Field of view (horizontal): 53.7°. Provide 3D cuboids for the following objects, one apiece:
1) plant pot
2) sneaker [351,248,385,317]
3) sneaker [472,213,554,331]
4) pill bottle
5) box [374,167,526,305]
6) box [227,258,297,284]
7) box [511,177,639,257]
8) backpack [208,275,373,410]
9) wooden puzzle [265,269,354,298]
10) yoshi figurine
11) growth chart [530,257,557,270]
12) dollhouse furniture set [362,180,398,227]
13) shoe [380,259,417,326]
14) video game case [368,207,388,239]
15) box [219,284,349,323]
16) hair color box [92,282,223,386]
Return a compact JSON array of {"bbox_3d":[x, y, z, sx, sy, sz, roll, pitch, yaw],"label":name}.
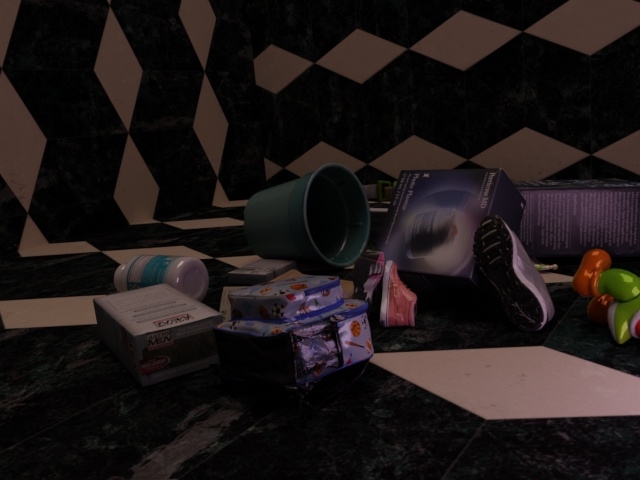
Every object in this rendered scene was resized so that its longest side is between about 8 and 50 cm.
[{"bbox_3d":[-0.064,-0.068,2.145,0.334,0.341,0.341,-7,8,40],"label":"plant pot"},{"bbox_3d":[0.111,0.103,1.511,0.072,0.178,0.077,20,9,16],"label":"sneaker"},{"bbox_3d":[0.424,0.068,1.388,0.108,0.272,0.100,-3,-24,-46],"label":"sneaker"},{"bbox_3d":[-0.458,0.114,1.786,0.264,0.146,0.146,1,12,31],"label":"pill bottle"},{"bbox_3d":[0.321,-0.018,1.597,0.294,0.296,0.182,4,-24,40],"label":"box"},{"bbox_3d":[-0.183,0.099,2.016,0.145,0.038,0.186,1,14,28],"label":"box"},{"bbox_3d":[0.757,-0.074,1.940,0.395,0.212,0.293,0,9,7],"label":"box"},{"bbox_3d":[-0.039,0.171,1.176,0.263,0.213,0.276,-1,2,-42],"label":"backpack"},{"bbox_3d":[-0.051,0.146,1.585,0.238,0.044,0.221,11,28,42],"label":"wooden puzzle"},{"bbox_3d":[0.685,0.102,1.193,0.203,0.203,0.362,-4,12,-31],"label":"yoshi figurine"},{"bbox_3d":[0.578,0.065,1.870,0.172,0.021,0.237,-4,9,2],"label":"growth chart"},{"bbox_3d":[0.264,-0.145,2.643,0.151,0.198,0.301,-6,10,-11],"label":"dollhouse furniture set"},{"bbox_3d":[0.186,0.124,1.475,0.081,0.063,0.178,1,51,11],"label":"shoe"},{"bbox_3d":[0.266,-0.036,2.172,0.190,0.173,0.022,4,41,39],"label":"video game case"},{"bbox_3d":[-0.077,0.160,1.392,0.275,0.094,0.113,-2,-26,16],"label":"box"},{"bbox_3d":[-0.367,0.195,1.409,0.185,0.114,0.374,-12,12,-29],"label":"hair color box"}]
